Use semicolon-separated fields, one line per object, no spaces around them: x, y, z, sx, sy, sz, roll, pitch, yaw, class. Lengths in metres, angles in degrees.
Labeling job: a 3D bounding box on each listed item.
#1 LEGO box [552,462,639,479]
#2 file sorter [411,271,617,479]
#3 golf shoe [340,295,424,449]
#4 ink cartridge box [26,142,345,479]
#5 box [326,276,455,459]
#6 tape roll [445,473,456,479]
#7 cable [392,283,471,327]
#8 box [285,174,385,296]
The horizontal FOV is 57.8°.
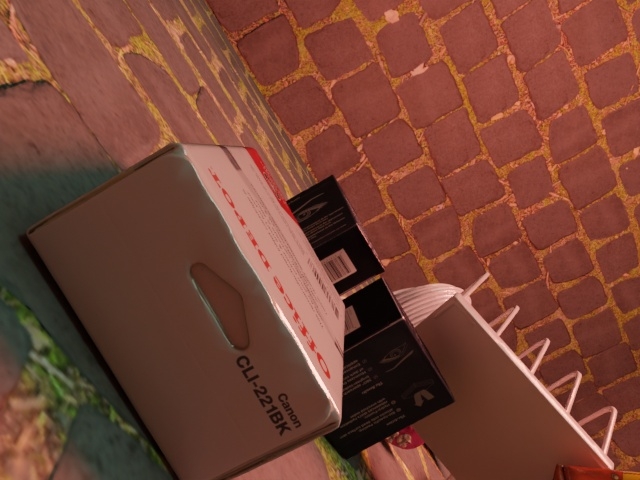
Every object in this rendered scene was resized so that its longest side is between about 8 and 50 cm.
0.426;0.471;0.494;0.500;0.373;0.193;-72;160;-56;LEGO box
0.248;0.211;0.832;0.277;0.193;0.173;49;34;10;file sorter
0.097;0.217;0.986;0.306;0.115;0.140;59;3;-18;golf shoe
-0.073;0.033;0.469;0.197;0.114;0.273;60;6;-6;ink cartridge box
0.053;0.157;0.705;0.158;0.156;0.093;57;6;-29;box
0.365;0.534;1.097;0.286;0.100;0.286;39;-24;21;tape roll
0.184;0.182;1.130;0.257;0.257;0.089;89;-18;-53;cable
0.000;0.000;0.993;0.108;0.153;0.207;57;8;-29;box
